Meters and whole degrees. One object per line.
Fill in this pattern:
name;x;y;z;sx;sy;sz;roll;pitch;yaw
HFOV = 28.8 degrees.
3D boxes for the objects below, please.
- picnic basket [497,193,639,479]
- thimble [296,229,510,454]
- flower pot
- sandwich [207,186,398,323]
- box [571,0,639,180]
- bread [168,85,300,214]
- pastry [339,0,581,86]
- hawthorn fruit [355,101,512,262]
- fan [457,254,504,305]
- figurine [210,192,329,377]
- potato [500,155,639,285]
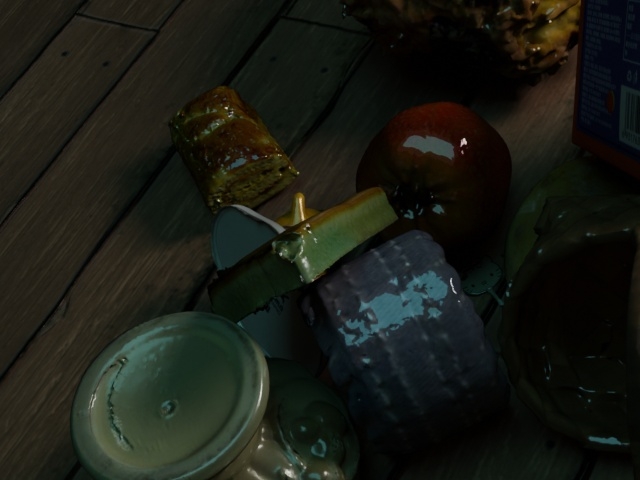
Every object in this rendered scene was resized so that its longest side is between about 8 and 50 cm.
picnic basket;0.329;0.121;1.194;0.337;0.293;0.337;-10;26;5
thimble;0.089;0.116;1.350;0.172;0.236;0.205;-26;54;2
flower pot;-0.119;0.228;1.337;0.307;0.244;0.307;-11;51;14
sandwich;0.000;0.000;1.332;0.212;0.063;0.245;-33;2;-28
box;0.462;-0.195;1.286;0.318;0.257;0.349;-2;14;-4
bread;-0.126;-0.125;1.719;0.132;0.103;0.172;-32;50;-1
pastry;0.193;-0.378;1.677;0.337;0.292;0.405;-41;58;1
hawthorn fruit;0.154;-0.082;1.538;0.196;0.197;0.225;8;26;27
fan;0.200;0.052;1.510;0.056;0.004;0.083;-32;48;-6
figurine;-0.018;0.051;1.552;0.141;0.166;0.250;-13;66;-37
potato;0.349;-0.029;1.450;0.299;0.116;0.239;-7;46;15
